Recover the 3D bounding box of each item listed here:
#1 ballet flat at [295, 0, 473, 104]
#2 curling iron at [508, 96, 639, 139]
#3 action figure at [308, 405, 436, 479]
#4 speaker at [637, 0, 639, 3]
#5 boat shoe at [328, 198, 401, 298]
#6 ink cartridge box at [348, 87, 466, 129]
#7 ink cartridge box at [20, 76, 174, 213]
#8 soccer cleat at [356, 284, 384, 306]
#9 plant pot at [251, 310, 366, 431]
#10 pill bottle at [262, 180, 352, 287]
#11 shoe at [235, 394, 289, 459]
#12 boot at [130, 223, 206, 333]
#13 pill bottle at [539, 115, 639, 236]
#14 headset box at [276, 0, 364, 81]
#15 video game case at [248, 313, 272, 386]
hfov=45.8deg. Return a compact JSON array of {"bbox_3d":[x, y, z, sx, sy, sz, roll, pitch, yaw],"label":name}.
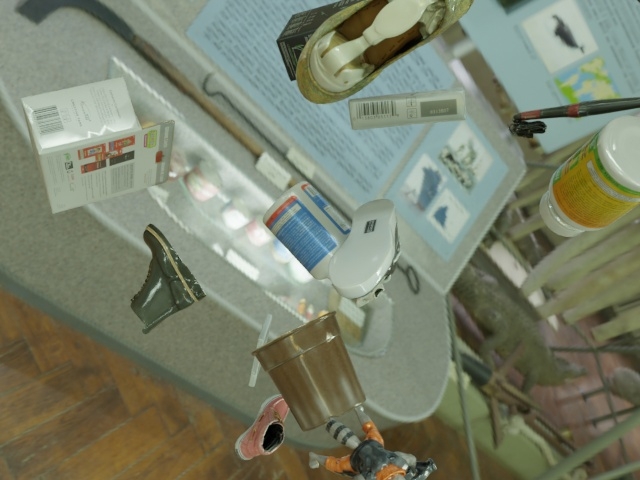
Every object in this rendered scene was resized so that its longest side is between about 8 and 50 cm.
[{"bbox_3d":[0.071,-0.299,1.127,0.123,0.349,0.123,28,50,-38],"label":"ballet flat"},{"bbox_3d":[0.501,-0.247,1.464,0.068,0.274,0.035,36,51,-51],"label":"curling iron"},{"bbox_3d":[0.082,0.559,1.813,0.341,0.330,0.178,-35,119,-20],"label":"action figure"},{"bbox_3d":[0.604,-0.421,1.338,0.136,0.055,0.055,38,33,-13],"label":"speaker"},{"bbox_3d":[0.090,0.033,1.339,0.301,0.108,0.102,-71,145,-61],"label":"boat shoe"},{"bbox_3d":[0.153,-0.235,1.321,0.232,0.189,0.066,-68,153,-71],"label":"ink cartridge box"},{"bbox_3d":[-0.464,-0.202,1.609,0.272,0.309,0.130,-17,76,-20],"label":"ink cartridge box"},{"bbox_3d":[0.122,0.137,1.871,0.029,0.083,0.035,48,4,-30],"label":"soccer cleat"},{"bbox_3d":[-0.010,0.232,1.322,0.165,0.167,0.167,63,26,7],"label":"plant pot"},{"bbox_3d":[0.000,0.000,1.504,0.221,0.124,0.124,48,26,6],"label":"pill bottle"},{"bbox_3d":[-0.096,0.378,1.553,0.063,0.081,0.178,59,41,-12],"label":"shoe"},{"bbox_3d":[-0.327,0.069,1.454,0.198,0.137,0.077,49,-10,32],"label":"boot"},{"bbox_3d":[0.485,-0.098,1.318,0.136,0.245,0.136,5,67,-12],"label":"pill bottle"},{"bbox_3d":[0.044,-0.597,2.197,0.246,0.283,0.131,-75,149,-55],"label":"headset box"},{"bbox_3d":[-0.160,0.292,2.032,0.157,0.019,0.143,-77,180,-70],"label":"video game case"}]
